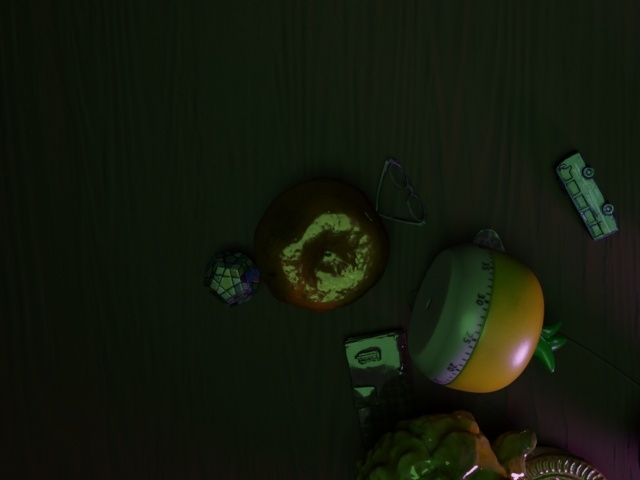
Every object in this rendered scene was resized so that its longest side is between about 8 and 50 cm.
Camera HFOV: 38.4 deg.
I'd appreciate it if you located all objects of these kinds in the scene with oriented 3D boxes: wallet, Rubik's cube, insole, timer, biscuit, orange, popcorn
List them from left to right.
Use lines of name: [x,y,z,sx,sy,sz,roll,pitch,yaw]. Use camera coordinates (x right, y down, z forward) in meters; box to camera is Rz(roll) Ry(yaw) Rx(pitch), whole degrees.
Rubik's cube: [-0.168,0.071,1.747,0.111,0.111,0.093,4,124,5]
orange: [0.000,0.000,1.674,0.248,0.183,0.249,-1,102,-4]
wallet: [0.122,0.290,1.783,0.124,0.042,0.230,-10,101,1]
popcorn: [0.214,0.446,1.674,0.279,0.274,0.336,27,104,-12]
timer: [0.316,0.153,1.636,0.285,0.285,0.285,1,100,5]
insole: [0.346,0.066,1.740,0.065,0.006,0.193,-27,96,10]
biscuit: [0.437,0.516,1.773,0.259,0.079,0.259,1,101,5]

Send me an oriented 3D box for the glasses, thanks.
glasses: [0.127,-0.072,1.728,0.103,0.062,0.140,-28,97,32]

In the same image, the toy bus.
toy bus: [0.486,-0.082,1.680,0.065,0.047,0.166,-29,97,13]

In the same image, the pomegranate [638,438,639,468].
pomegranate: [0.697,0.404,1.689,0.202,0.202,0.248,-37,125,10]
